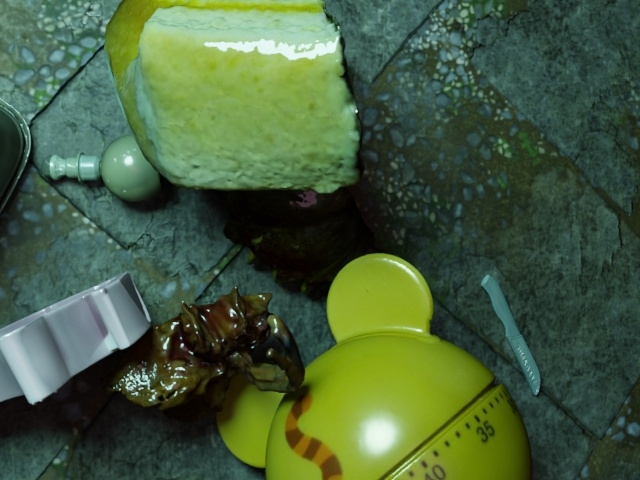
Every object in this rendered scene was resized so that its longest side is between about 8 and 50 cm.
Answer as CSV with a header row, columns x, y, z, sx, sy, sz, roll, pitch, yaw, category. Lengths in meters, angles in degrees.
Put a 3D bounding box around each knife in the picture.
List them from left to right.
x,y,z,sx,sy,sz,roll,pitch,yaw,category
0.309,0.150,1.211,0.028,0.015,0.210,-29,95,-23,knife

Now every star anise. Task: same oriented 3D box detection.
x,y,z,sx,sy,sz,roll,pitch,yaw,category
-0.129,0.141,0.935,0.237,0.346,0.148,-16,83,-40,star anise

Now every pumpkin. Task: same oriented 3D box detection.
x,y,z,sx,sy,sz,roll,pitch,yaw,category
-0.032,-0.018,1.044,0.254,0.149,0.130,24,68,-10,pumpkin

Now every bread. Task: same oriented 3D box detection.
x,y,z,sx,sy,sz,roll,pitch,yaw,category
-0.117,-0.189,0.904,0.264,0.395,0.239,-11,117,-5,bread

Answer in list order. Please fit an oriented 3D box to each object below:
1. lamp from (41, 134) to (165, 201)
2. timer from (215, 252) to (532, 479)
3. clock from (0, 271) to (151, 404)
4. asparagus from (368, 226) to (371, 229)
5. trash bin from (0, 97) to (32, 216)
x,y,z,sx,sy,sz,roll,pitch,yaw,category
-0.294,-0.099,1.021,0.164,0.091,0.090,2,86,0,lamp
0.075,0.251,0.987,0.376,0.376,0.387,-36,72,-15,timer
-0.338,0.132,0.883,0.276,0.290,0.080,-26,95,-12,clock
0.000,0.000,1.131,0.163,0.016,0.016,-14,64,-17,asparagus
-0.478,-0.104,0.875,0.220,0.250,0.219,24,86,-14,trash bin
